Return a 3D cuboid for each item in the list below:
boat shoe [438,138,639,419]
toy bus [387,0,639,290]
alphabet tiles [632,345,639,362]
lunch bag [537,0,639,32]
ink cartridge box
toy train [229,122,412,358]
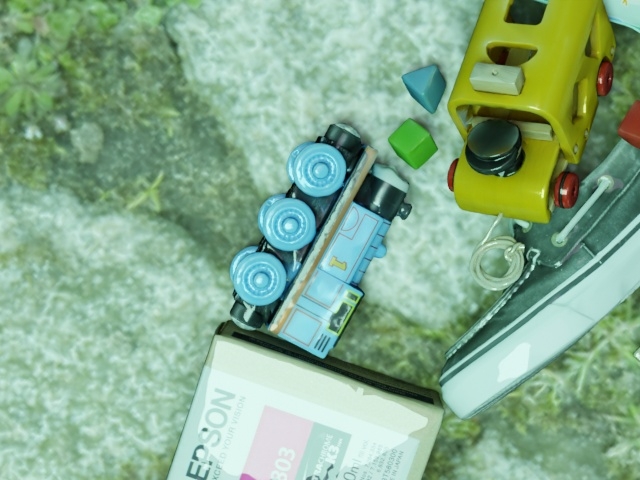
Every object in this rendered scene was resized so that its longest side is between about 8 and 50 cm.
[{"bbox_3d":[0.204,-0.003,1.019,0.335,0.121,0.119,-43,80,-6],"label":"boat shoe"},{"bbox_3d":[0.145,-0.101,0.958,0.191,0.104,0.202,-32,55,6],"label":"toy bus"},{"bbox_3d":[0.407,0.102,1.044,0.237,0.009,0.198,43,90,4],"label":"alphabet tiles"},{"bbox_3d":[0.223,-0.297,0.970,0.224,0.160,0.262,15,101,-2],"label":"lunch bag"},{"bbox_3d":[-0.028,0.207,1.041,0.193,0.088,0.234,18,94,0],"label":"ink cartridge box"},{"bbox_3d":[0.000,0.000,1.036,0.105,0.080,0.184,28,92,-9],"label":"toy train"}]
